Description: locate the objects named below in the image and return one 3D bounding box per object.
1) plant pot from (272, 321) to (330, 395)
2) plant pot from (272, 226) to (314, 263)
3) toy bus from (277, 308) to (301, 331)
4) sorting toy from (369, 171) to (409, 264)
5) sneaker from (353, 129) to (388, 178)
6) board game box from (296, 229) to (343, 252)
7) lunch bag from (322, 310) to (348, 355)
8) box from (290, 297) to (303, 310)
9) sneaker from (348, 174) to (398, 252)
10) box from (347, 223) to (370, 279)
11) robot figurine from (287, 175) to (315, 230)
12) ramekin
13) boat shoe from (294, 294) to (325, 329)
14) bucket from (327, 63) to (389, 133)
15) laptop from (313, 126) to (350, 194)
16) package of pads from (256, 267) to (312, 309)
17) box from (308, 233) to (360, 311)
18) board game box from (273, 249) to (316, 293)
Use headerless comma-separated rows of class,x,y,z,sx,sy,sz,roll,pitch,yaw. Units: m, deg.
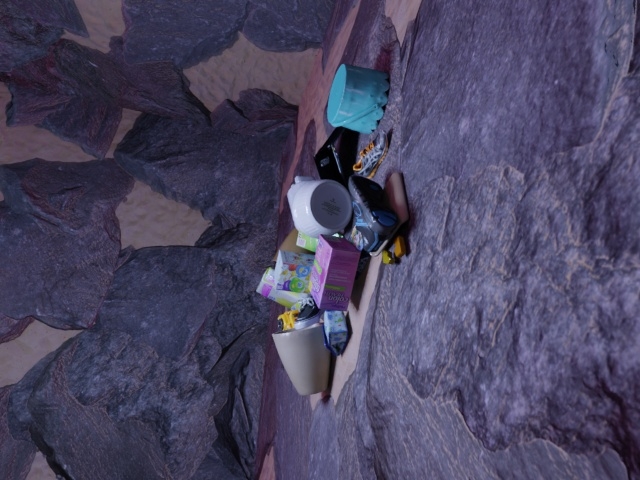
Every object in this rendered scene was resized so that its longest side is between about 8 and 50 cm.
plant pot,-0.059,0.514,1.813,0.256,0.256,0.274,145,115,-71
plant pot,-0.126,0.042,2.420,0.237,0.237,0.254,165,125,-75
toy bus,-0.114,0.425,2.148,0.220,0.149,0.211,62,143,39
sorting toy,0.229,-0.046,1.398,0.229,0.041,0.307,123,153,-49
sneaker,0.195,-0.331,1.613,0.084,0.083,0.215,-93,20,-45
board game box,0.000,0.000,2.011,0.259,0.039,0.124,21,104,36
lunch bag,0.059,0.373,1.698,0.129,0.096,0.151,-99,4,-51
box,-0.091,0.371,2.252,0.042,0.109,0.178,-51,1,-25
sneaker,0.148,-0.103,1.410,0.341,0.125,0.140,-100,26,-52
box,0.151,0.019,1.635,0.159,0.044,0.233,-97,21,-46
robot figurine,-0.057,-0.173,2.200,0.300,0.199,0.354,120,141,-53
ramekin,0.021,-0.146,1.848,0.127,0.272,0.273,-11,70,63
boat shoe,-0.045,0.303,1.876,0.306,0.113,0.105,-29,-78,-64
bucket,0.149,-0.591,1.754,0.281,0.183,0.281,-171,90,-76
laptop,0.125,-0.428,2.093,0.382,0.236,0.408,-168,59,-77
package of pads,-0.201,0.284,2.370,0.101,0.296,0.229,-65,5,-30
box,0.048,0.121,1.648,0.213,0.117,0.243,-129,48,-70
board game box,-0.064,0.153,1.930,0.144,0.275,0.142,-114,35,-65
